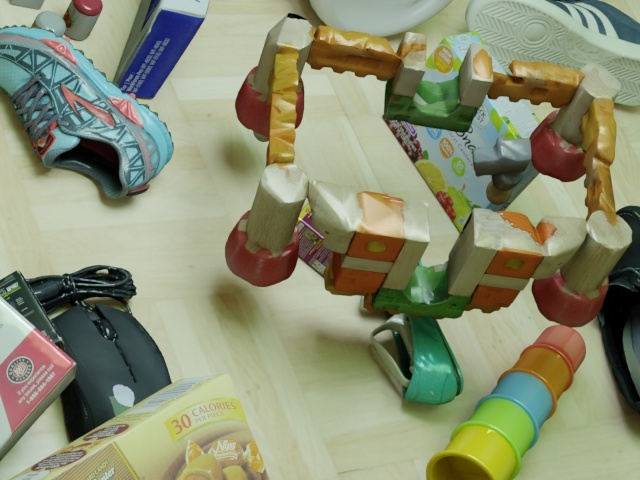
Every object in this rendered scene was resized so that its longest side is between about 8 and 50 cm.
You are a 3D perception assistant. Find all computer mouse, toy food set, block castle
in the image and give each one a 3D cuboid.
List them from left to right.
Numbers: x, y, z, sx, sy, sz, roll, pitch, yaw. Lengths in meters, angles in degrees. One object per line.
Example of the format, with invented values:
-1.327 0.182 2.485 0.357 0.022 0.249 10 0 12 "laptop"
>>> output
-0.322 -0.352 1.974 0.111 0.104 0.232 8 52 -27 "toy food set"
-0.229 0.134 1.673 0.189 0.072 0.272 -9 62 -38 "computer mouse"
0.125 -0.066 1.845 0.453 0.213 0.303 8 56 -9 "block castle"

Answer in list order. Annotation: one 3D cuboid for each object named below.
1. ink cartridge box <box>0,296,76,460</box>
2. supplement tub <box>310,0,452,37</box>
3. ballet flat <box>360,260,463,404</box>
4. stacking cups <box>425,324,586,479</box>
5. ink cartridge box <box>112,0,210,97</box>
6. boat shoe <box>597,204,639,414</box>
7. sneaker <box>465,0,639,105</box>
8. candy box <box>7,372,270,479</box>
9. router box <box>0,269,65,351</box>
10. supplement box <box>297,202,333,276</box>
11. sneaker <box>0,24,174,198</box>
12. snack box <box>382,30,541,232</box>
-0.382 0.112 1.527 0.237 0.100 0.172 41 75 2 "ink cartridge box"
0.057 -0.476 2.221 0.235 0.235 0.324 0 57 -32 "supplement tub"
0.097 0.090 1.914 0.087 0.083 0.247 -6 57 -20 "ballet flat"
0.237 0.199 1.901 0.096 0.096 0.316 41 45 2 "stacking cups"
-0.185 -0.303 1.982 0.065 0.165 0.332 26 47 -14 "ink cartridge box"
0.417 0.091 2.081 0.113 0.127 0.340 18 57 -36 "boat shoe"
0.362 -0.318 2.380 0.350 0.131 0.148 20 41 -26 "sneaker"
-0.188 0.276 1.531 0.316 0.088 0.182 -28 100 -42 "candy box"
-0.337 0.101 1.616 0.122 0.038 0.092 -30 73 -11 "router box"
0.000 0.000 1.937 0.083 0.055 0.043 40 45 0 "supplement box"
-0.298 -0.147 1.831 0.262 0.104 0.125 34 47 -5 "sneaker"
0.196 -0.143 2.090 0.070 0.174 0.207 -17 67 -41 "snack box"
